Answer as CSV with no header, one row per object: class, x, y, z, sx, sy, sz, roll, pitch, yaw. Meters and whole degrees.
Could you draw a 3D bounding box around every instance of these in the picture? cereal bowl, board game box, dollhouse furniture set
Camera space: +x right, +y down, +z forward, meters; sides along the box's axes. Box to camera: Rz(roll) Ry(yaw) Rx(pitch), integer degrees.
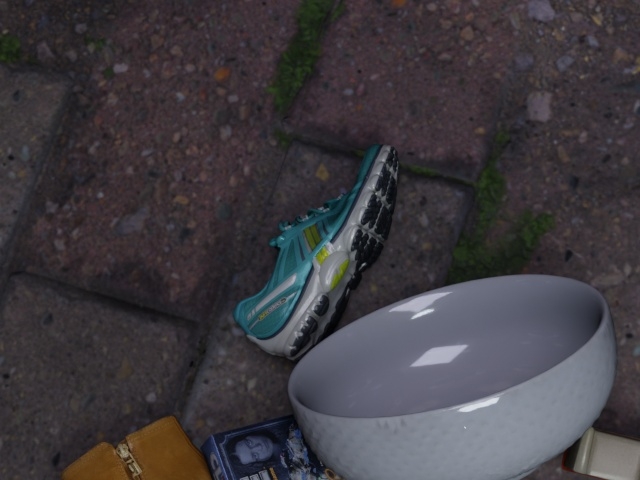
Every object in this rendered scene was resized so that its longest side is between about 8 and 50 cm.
cereal bowl,0.144,0.164,1.588,0.339,0.339,0.141,-18,105,-2
board game box,-0.009,0.303,1.637,0.165,0.042,0.243,-12,69,-28
dollhouse furniture set,0.286,0.326,1.622,0.262,0.135,0.259,13,84,8

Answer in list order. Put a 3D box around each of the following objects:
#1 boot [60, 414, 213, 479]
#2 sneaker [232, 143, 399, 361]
boot,-0.226,0.336,1.655,0.295,0.104,0.211,-35,68,-13
sneaker,0.000,0.000,1.745,0.110,0.107,0.275,27,75,22
